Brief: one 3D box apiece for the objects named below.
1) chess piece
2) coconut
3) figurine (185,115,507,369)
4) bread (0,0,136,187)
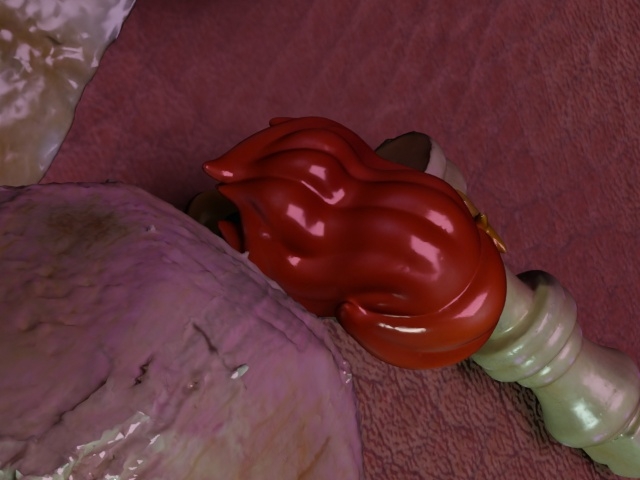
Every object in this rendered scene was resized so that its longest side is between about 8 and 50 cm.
[{"bbox_3d":[0.176,0.075,1.518,0.397,0.117,0.117,43,58,-25],"label":"chess piece"},{"bbox_3d":[-0.153,0.153,0.970,0.404,0.404,0.405,8,76,-36],"label":"coconut"},{"bbox_3d":[-0.002,0.009,1.295,0.181,0.257,0.208,-20,93,-39],"label":"figurine"},{"bbox_3d":[-0.320,-0.145,1.107,0.341,0.210,0.301,29,77,-30],"label":"bread"}]
